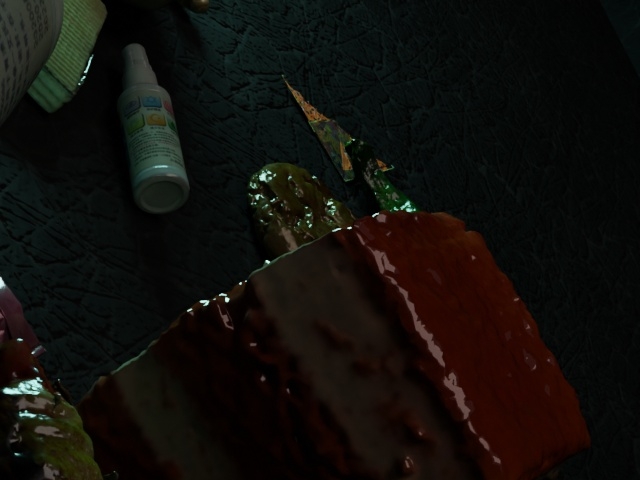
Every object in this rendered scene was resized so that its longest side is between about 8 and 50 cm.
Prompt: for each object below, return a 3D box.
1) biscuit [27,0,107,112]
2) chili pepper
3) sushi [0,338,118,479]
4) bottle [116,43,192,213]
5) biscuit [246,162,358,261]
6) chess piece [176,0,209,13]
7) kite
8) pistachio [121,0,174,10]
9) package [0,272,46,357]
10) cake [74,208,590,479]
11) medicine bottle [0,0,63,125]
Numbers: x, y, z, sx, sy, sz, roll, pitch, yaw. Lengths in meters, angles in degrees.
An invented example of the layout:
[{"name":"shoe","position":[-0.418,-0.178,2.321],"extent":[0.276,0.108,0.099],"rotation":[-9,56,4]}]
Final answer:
[{"name":"biscuit","position":[-0.289,-0.243,1.597],"extent":[0.150,0.052,0.252],"rotation":[46,25,-24]},{"name":"chili pepper","position":[0.100,-0.004,1.960],"extent":[0.122,0.065,0.279],"rotation":[23,35,-39]},{"name":"sushi","position":[-0.201,0.170,1.128],"extent":[0.097,0.103,0.226],"rotation":[4,49,-25]},{"name":"bottle","position":[-0.176,-0.123,1.621],"extent":[0.060,0.060,0.217],"rotation":[31,33,-41]},{"name":"biscuit","position":[0.000,0.000,1.798],"extent":[0.226,0.042,0.226],"rotation":[42,24,-24]},{"name":"chess piece","position":[-0.180,-0.350,1.946],"extent":[0.060,0.060,0.172],"rotation":[9,50,-58]},{"name":"kite","position":[0.027,-0.116,2.051],"extent":[0.222,0.008,0.125],"rotation":[38,28,-31]},{"name":"pistachio","position":[-0.210,-0.360,1.793],"extent":[0.197,0.166,0.288],"rotation":[2,25,-12]},{"name":"package","position":[-0.253,0.065,1.259],"extent":[0.083,0.029,0.059],"rotation":[60,26,-5]},{"name":"cake","position":[0.014,0.152,1.257],"extent":[0.270,0.319,0.269],"rotation":[57,22,11]},{"name":"medicine bottle","position":[-0.327,-0.134,1.200],"extent":[0.190,0.190,0.332],"rotation":[46,24,-15]}]
